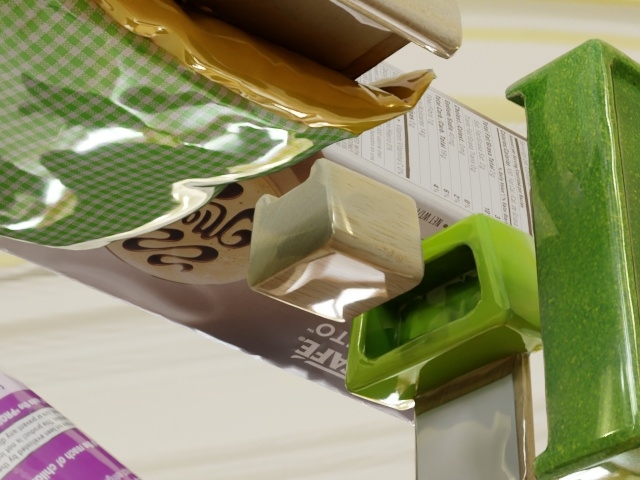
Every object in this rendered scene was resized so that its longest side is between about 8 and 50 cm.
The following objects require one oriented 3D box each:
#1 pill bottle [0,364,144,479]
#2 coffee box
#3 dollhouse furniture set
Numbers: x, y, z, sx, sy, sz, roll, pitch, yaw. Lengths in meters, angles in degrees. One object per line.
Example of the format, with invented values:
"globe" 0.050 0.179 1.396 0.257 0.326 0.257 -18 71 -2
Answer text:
"pill bottle" -0.125 0.213 0.777 0.301 0.169 0.169 37 -56 9
"coffee box" -0.018 -0.026 0.866 0.297 0.119 0.168 26 -52 -22
"dollhouse furniture set" -0.016 0.011 0.478 0.302 0.151 0.198 23 -37 -35
